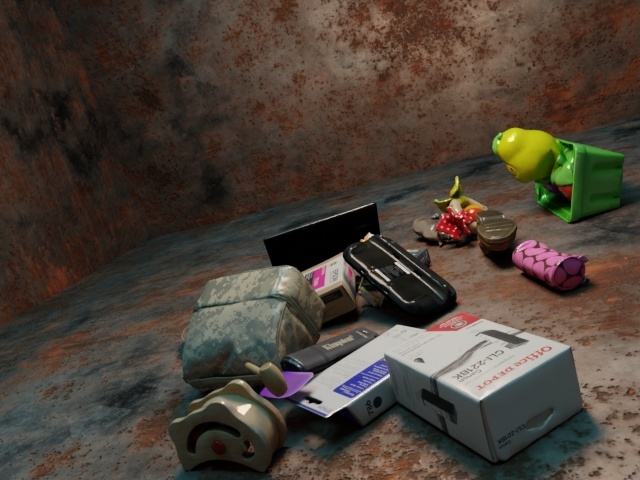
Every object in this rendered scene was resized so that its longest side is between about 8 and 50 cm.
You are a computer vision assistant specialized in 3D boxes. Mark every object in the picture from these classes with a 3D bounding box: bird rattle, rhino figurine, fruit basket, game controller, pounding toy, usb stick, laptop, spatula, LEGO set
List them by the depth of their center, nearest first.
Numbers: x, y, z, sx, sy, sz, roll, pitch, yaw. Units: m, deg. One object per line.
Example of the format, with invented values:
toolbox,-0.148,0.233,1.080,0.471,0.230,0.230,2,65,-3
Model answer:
pounding toy,-0.141,0.334,1.095,0.270,0.154,0.155,-32,5,30
spatula,-0.127,0.318,1.209,0.296,0.030,0.084,-32,3,46
usb stick,0.029,0.245,1.283,0.077,0.045,0.278,13,16,40
game controller,0.201,0.088,1.524,0.167,0.067,0.319,-23,43,-26
LEGO set,0.151,0.091,1.658,0.132,0.107,0.287,-1,31,-25
fruit basket,0.747,-0.230,1.913,0.392,0.282,0.392,-2,15,0
bird rattle,0.489,-0.092,1.935,0.207,0.143,0.253,18,30,-12
rhino figurine,0.400,-0.033,2.020,0.106,0.073,0.243,-15,20,-13
laptop,0.000,0.000,2.068,0.382,0.407,0.236,-19,47,-5

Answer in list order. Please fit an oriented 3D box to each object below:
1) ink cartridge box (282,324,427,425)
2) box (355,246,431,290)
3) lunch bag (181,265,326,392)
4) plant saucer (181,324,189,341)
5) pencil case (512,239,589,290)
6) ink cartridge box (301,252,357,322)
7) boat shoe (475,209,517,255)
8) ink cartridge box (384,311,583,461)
ink cartridge box,0.100,0.275,1.171,0.333,0.065,0.165,-24,14,-31
box,0.199,0.090,1.800,0.233,0.059,0.183,-7,19,36
lunch bag,-0.165,0.228,1.381,0.305,0.212,0.256,-10,41,27
plant saucer,-0.260,0.252,1.750,0.311,0.050,0.310,-16,13,4
pencil case,0.560,0.055,1.431,0.098,0.095,0.209,-53,16,3
ink cartridge box,-0.001,0.147,1.658,0.193,0.088,0.234,-27,16,12
boat shoe,0.520,-0.009,1.721,0.111,0.104,0.307,-4,15,14
ink cartridge box,0.270,0.236,1.003,0.197,0.114,0.273,-22,15,-22
